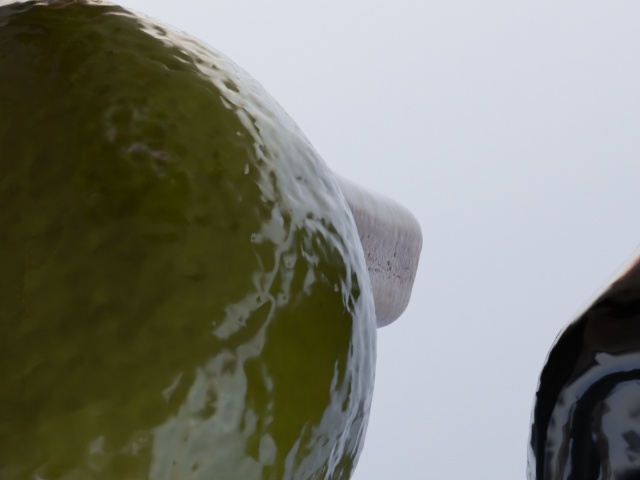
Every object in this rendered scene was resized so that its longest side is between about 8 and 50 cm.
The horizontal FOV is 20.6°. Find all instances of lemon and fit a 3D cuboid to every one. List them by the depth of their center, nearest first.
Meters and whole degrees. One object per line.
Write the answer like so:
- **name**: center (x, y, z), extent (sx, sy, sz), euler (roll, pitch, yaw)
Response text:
- **lemon**: center (-0.074, 0.018, 0.573), extent (0.184, 0.184, 0.248), euler (-25, -111, 19)

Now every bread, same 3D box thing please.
- **bread**: center (0.000, 0.000, 1.126), extent (0.074, 0.239, 0.093), euler (14, -94, 21)

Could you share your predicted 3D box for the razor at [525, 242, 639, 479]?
- **razor**: center (0.185, 0.021, 0.592), extent (0.113, 0.204, 0.349), euler (11, -144, 29)
